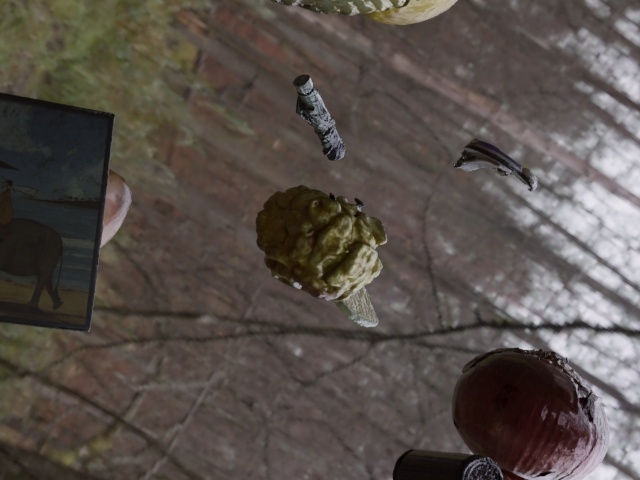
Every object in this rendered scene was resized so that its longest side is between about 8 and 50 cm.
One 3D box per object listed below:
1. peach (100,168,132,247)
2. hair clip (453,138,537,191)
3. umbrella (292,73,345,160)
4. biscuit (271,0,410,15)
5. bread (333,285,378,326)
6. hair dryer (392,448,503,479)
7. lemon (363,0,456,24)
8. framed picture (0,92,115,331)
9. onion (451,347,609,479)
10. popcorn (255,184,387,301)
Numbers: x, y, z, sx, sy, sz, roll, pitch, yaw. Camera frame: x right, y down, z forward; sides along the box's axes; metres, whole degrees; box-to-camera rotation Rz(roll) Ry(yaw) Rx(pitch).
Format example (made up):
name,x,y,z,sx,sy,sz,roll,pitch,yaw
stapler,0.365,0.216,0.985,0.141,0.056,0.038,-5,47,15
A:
name,x,y,z,sx,sy,sz,roll,pitch,yaw
peach,-0.438,-0.067,1.802,0.214,0.235,0.214,180,-90,-68
hair clip,0.288,-0.129,1.806,0.049,0.116,0.172,-64,-156,-1
umbrella,-0.003,-0.212,1.886,0.046,0.188,0.050,24,-115,38
biscuit,0.053,-0.354,1.395,0.273,0.187,0.036,-14,-118,45
bread,0.031,0.068,1.911,0.036,0.193,0.112,-33,157,29
hair dryer,0.204,0.448,1.639,0.197,0.089,0.251,-19,-105,61
lemon,0.132,-0.477,1.669,0.293,0.293,0.293,-56,-171,14
framed picture,-0.450,-0.049,1.572,0.016,0.265,0.347,149,-52,-67
onion,0.441,0.367,2.253,0.353,0.353,0.353,-56,-171,14
popcorn,0.001,0.002,1.692,0.218,0.189,0.169,32,-81,44
